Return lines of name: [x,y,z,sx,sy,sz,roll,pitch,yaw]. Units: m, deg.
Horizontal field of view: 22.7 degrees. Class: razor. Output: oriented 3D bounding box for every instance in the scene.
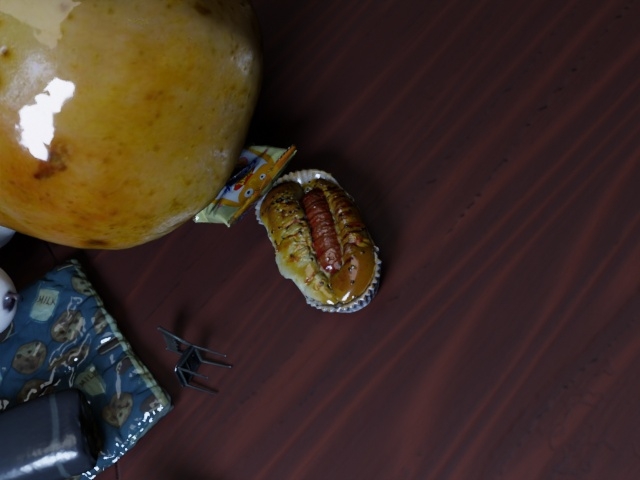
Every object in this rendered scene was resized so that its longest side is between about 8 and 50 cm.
razor: [-0.291,0.202,1.552,0.148,0.054,0.090,-21,51,11]

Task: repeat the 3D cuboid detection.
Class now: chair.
chair: [-0.134,0.121,1.582,0.086,0.037,0.042,20,58,29]

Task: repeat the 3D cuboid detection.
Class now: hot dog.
hot dog: [0.000,0.000,1.590,0.099,0.053,0.192,-34,49,6]

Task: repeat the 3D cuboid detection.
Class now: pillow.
pillow: [-0.276,0.146,1.635,0.189,0.034,0.255,-39,53,-1]

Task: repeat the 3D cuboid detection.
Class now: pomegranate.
pomegranate: [-0.223,-0.179,1.617,0.410,0.410,0.410,-12,55,17]

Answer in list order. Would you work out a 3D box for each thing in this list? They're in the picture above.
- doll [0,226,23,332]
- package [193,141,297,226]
doll: [-0.399,0.027,1.691,0.208,0.144,0.271,-12,41,6]
package: [-0.080,-0.058,1.648,0.108,0.031,0.121,-52,22,-13]
